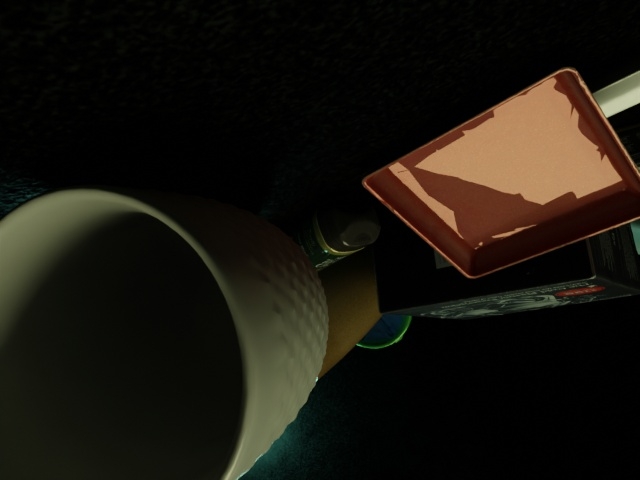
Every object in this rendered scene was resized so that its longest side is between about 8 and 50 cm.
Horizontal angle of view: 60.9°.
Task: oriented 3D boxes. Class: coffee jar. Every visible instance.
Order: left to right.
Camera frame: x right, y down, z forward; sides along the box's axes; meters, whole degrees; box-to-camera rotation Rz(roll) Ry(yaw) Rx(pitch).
[{"bbox_3d":[0.000,0.000,0.817,0.096,0.079,0.184,-9,165,-41],"label":"coffee jar"}]

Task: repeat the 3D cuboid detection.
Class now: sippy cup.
[{"bbox_3d":[0.174,0.171,1.589,0.224,0.306,0.239,-18,131,-67],"label":"sippy cup"}]

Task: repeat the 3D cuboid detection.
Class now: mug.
[{"bbox_3d":[-0.176,0.083,0.573,0.375,0.275,0.328,10,-176,16],"label":"mug"}]

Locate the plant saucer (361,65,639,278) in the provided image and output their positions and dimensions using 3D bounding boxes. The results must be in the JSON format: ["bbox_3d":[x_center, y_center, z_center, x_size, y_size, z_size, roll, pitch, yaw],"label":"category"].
[{"bbox_3d":[0.228,-0.070,0.663,0.259,0.047,0.258,-26,132,35],"label":"plant saucer"}]

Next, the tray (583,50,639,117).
[{"bbox_3d":[0.348,-0.179,0.649,0.271,0.030,0.145,-25,166,31],"label":"tray"}]

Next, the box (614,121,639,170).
[{"bbox_3d":[0.525,-0.134,1.026,0.322,0.079,0.257,-16,166,-10],"label":"box"}]

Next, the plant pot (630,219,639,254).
[{"bbox_3d":[0.809,-0.089,1.297,0.253,0.246,0.248,-2,169,2],"label":"plant pot"}]

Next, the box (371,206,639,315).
[{"bbox_3d":[0.316,0.023,0.925,0.343,0.178,0.313,-16,162,39],"label":"box"}]

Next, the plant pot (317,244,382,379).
[{"bbox_3d":[0.029,0.092,1.018,0.254,0.237,0.237,-30,173,-20],"label":"plant pot"}]
